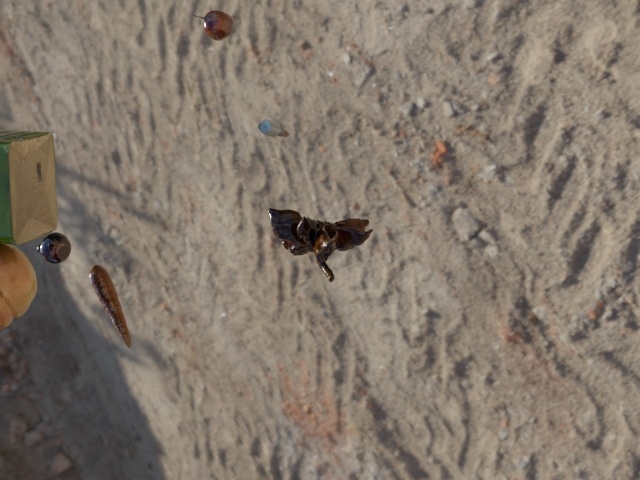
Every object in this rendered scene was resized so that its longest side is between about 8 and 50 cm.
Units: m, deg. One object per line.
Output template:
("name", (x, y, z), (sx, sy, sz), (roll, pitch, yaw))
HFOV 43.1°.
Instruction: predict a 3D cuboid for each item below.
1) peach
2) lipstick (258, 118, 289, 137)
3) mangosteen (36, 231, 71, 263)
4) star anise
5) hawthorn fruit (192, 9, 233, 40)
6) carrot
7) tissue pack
("peach", (-0.657, 0.086, 1.604), (0.184, 0.184, 0.184), (28, 130, 39))
("lipstick", (-0.090, -0.226, 1.670), (0.025, 0.107, 0.025), (-42, 73, 17))
("mangosteen", (-0.671, 0.017, 2.049), (0.081, 0.081, 0.080), (28, 130, 39))
("star anise", (-0.004, -0.005, 1.532), (0.196, 0.212, 0.111), (20, 108, 17))
("hawthorn fruit", (-0.244, -0.486, 1.801), (0.067, 0.103, 0.066), (-23, 59, 44))
("carrot", (-0.467, 0.149, 1.818), (0.216, 0.048, 0.048), (60, 144, 20))
("tissue pack", (-0.674, -0.113, 1.576), (0.275, 0.167, 0.200), (6, 106, 13))
